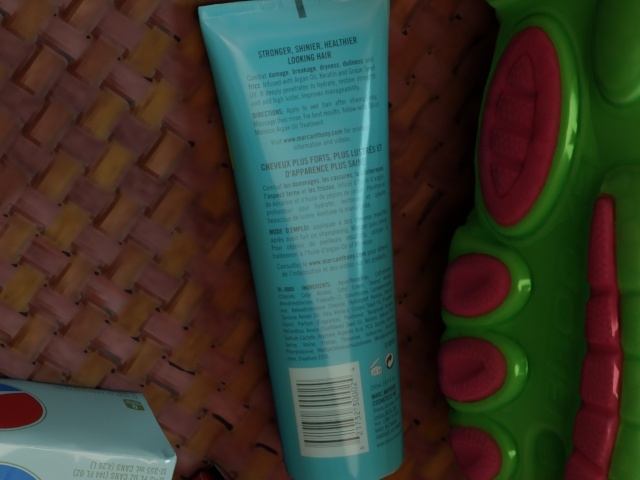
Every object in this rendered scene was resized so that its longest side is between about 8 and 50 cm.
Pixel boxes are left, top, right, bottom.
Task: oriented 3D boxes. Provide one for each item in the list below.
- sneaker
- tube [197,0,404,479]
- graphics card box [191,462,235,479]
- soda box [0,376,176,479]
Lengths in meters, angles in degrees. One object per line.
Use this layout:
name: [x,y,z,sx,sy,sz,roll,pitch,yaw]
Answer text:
sneaker: [0.179,-0.094,0.642,0.202,0.185,0.483,-4,114,-38]
tube: [0.000,0.000,0.659,0.080,0.052,0.207,-12,107,-21]
graphics card box: [-0.108,0.307,0.701,0.371,0.094,0.233,-40,117,-2]
soda box: [-0.171,0.093,0.615,0.216,0.069,0.074,9,105,-23]
